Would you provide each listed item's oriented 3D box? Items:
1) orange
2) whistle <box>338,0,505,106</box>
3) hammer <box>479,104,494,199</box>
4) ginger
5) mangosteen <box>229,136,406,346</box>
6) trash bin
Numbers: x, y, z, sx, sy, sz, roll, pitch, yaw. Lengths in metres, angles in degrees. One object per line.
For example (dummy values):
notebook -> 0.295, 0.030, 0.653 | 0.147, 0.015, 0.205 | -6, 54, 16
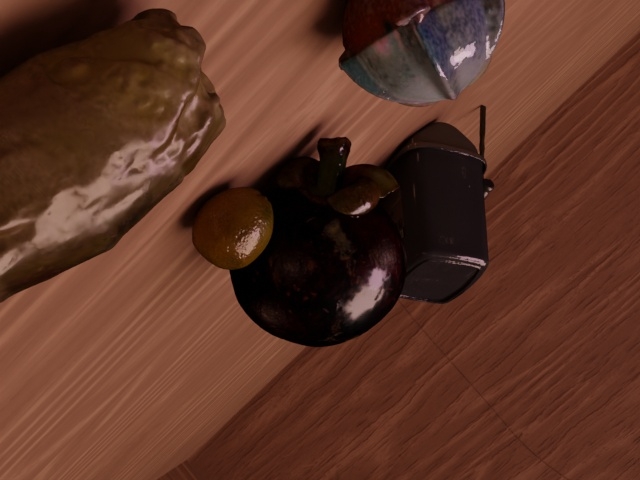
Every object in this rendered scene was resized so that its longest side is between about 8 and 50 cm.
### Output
orange -> -0.093, -0.014, 0.771 | 0.095, 0.085, 0.085 | -39, 169, -7
whistle -> 0.104, -0.198, 0.694 | 0.142, 0.133, 0.346 | -49, 178, 16
hammer -> 0.326, -0.185, 1.424 | 0.058, 0.029, 0.292 | 121, -13, -46
ginger -> -0.163, -0.028, 0.384 | 0.263, 0.109, 0.116 | -37, -165, -24
mangosteen -> 0.000, 0.000, 0.877 | 0.228, 0.228, 0.266 | -26, 132, -57
trash bin -> 0.200, -0.050, 1.285 | 0.182, 0.291, 0.209 | 10, 148, -16
